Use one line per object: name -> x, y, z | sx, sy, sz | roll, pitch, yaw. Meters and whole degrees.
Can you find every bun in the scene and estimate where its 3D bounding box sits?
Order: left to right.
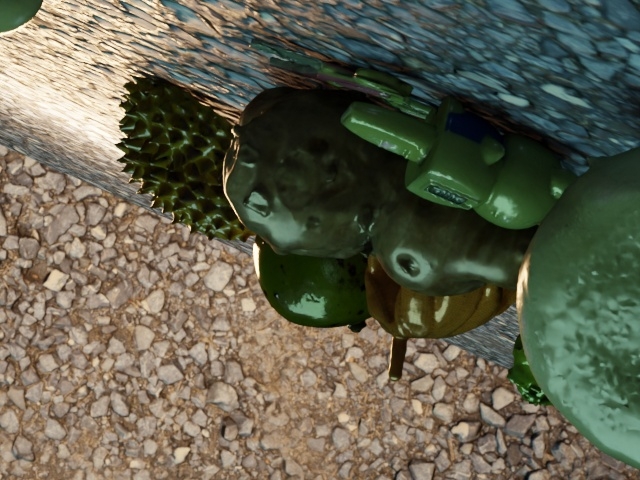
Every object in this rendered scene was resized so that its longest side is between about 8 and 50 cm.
bun -> 0.294, 0.042, 1.177 | 0.283, 0.283, 0.179 | 22, -148, 22

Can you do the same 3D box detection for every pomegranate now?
pomegranate -> -0.012, 0.005, 1.970 | 0.246, 0.198, 0.198 | 31, 172, -19

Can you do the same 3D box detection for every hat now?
hat -> 0.133, 0.057, 1.826 | 0.233, 0.233, 0.244 | 25, 175, -12

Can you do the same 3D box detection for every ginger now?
ginger -> 0.063, -0.049, 1.564 | 0.375, 0.176, 0.256 | 21, -169, 17

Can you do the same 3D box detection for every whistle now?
whistle -> 0.126, -0.073, 1.408 | 0.227, 0.085, 0.105 | 22, 159, -12

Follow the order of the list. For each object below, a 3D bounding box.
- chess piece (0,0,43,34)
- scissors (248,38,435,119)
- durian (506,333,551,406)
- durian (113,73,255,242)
chess piece -> -0.366, -0.273, 1.493 | 0.144, 0.144, 0.251 | 21, 179, 34
scissors -> 0.022, -0.152, 1.472 | 0.187, 0.020, 0.133 | 20, 176, 25
durian -> 0.393, 0.129, 1.705 | 0.339, 0.204, 0.256 | 13, -176, 19
durian -> -0.159, -0.116, 2.028 | 0.260, 0.154, 0.186 | 21, 143, 17
